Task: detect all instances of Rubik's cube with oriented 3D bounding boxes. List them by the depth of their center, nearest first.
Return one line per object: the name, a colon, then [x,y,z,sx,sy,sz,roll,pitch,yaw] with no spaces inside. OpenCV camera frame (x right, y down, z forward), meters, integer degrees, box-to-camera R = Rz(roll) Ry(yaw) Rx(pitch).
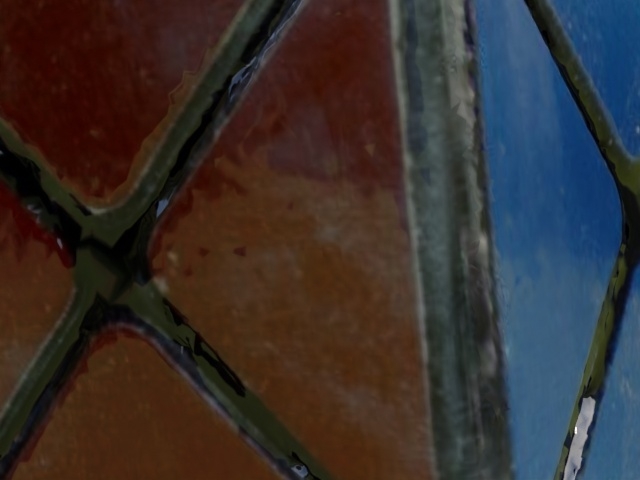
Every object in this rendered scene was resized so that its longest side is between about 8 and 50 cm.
Rubik's cube: [0.000,0.000,0.645,0.255,0.259,0.260,-3,1,33]
